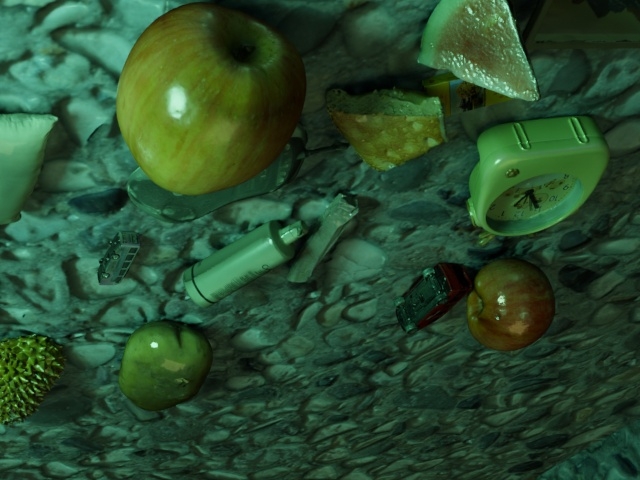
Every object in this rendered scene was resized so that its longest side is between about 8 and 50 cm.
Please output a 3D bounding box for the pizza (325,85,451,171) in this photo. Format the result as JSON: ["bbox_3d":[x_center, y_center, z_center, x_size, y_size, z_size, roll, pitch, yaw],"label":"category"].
[{"bbox_3d":[0.122,-0.188,1.439,0.188,0.081,0.204,2,155,18],"label":"pizza"}]

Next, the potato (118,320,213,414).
[{"bbox_3d":[-0.335,0.281,1.905,0.191,0.141,0.296,3,146,-20],"label":"potato"}]

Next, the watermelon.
[{"bbox_3d":[0.265,-0.294,1.272,0.136,0.202,0.207,-44,162,-29],"label":"watermelon"}]

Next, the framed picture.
[{"bbox_3d":[0.454,-0.367,1.344,0.265,0.018,0.192,-4,145,-15],"label":"framed picture"}]

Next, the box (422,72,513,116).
[{"bbox_3d":[0.243,-0.246,1.440,0.155,0.023,0.087,-14,150,1],"label":"box"}]

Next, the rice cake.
[{"bbox_3d":[0.000,0.001,1.693,0.055,0.049,0.270,21,137,-11],"label":"rice cake"}]

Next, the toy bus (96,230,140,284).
[{"bbox_3d":[-0.369,0.033,1.616,0.052,0.037,0.131,3,142,-32],"label":"toy bus"}]

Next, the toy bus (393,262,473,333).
[{"bbox_3d":[0.244,0.129,1.951,0.089,0.081,0.195,-1,145,-35],"label":"toy bus"}]

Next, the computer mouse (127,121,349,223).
[{"bbox_3d":[-0.129,-0.133,1.419,0.379,0.090,0.167,-13,144,-24],"label":"computer mouse"}]

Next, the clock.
[{"bbox_3d":[0.380,-0.097,1.646,0.234,0.096,0.308,-8,146,-12],"label":"clock"}]

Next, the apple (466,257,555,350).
[{"bbox_3d":[0.403,0.139,1.920,0.164,0.210,0.209,-3,145,-16],"label":"apple"}]

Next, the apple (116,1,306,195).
[{"bbox_3d":[-0.150,-0.187,1.206,0.242,0.242,0.241,8,144,-30],"label":"apple"}]

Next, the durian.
[{"bbox_3d":[-0.623,0.295,1.830,0.183,0.138,0.250,9,135,-18],"label":"durian"}]

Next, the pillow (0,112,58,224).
[{"bbox_3d":[-0.493,-0.105,1.321,0.144,0.078,0.254,7,142,-29],"label":"pillow"}]

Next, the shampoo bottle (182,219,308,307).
[{"bbox_3d":[-0.134,0.033,1.658,0.262,0.085,0.085,-30,144,21],"label":"shampoo bottle"}]
